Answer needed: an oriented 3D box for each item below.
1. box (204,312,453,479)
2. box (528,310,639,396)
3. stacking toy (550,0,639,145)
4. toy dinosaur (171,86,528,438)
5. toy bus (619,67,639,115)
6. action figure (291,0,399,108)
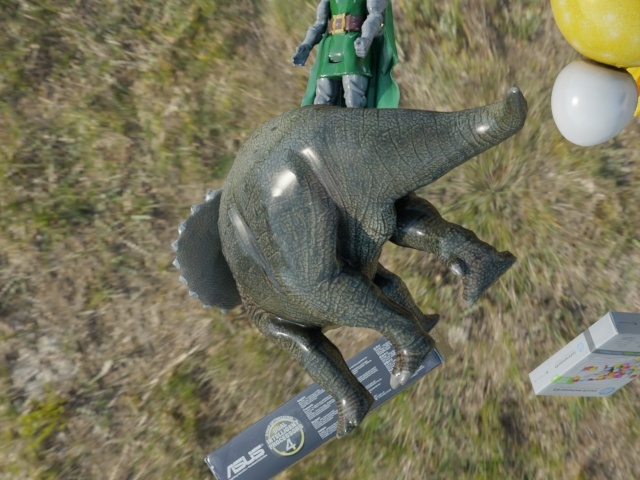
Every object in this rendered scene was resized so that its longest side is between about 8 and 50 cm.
[{"bbox_3d":[0.028,0.264,1.890,0.395,0.318,0.097,-35,84,7],"label":"box"},{"bbox_3d":[0.405,0.163,1.632,0.186,0.145,0.038,-48,46,45],"label":"box"},{"bbox_3d":[0.418,-0.358,1.556,0.350,0.350,0.480,19,111,7],"label":"stacking toy"},{"bbox_3d":[0.000,0.000,0.605,0.160,0.313,0.121,41,67,3],"label":"toy dinosaur"},{"bbox_3d":[0.539,-0.267,1.719,0.149,0.220,0.211,2,61,-9],"label":"toy bus"},{"bbox_3d":[0.023,-0.172,1.087,0.137,0.063,0.232,-2,78,36],"label":"action figure"}]
